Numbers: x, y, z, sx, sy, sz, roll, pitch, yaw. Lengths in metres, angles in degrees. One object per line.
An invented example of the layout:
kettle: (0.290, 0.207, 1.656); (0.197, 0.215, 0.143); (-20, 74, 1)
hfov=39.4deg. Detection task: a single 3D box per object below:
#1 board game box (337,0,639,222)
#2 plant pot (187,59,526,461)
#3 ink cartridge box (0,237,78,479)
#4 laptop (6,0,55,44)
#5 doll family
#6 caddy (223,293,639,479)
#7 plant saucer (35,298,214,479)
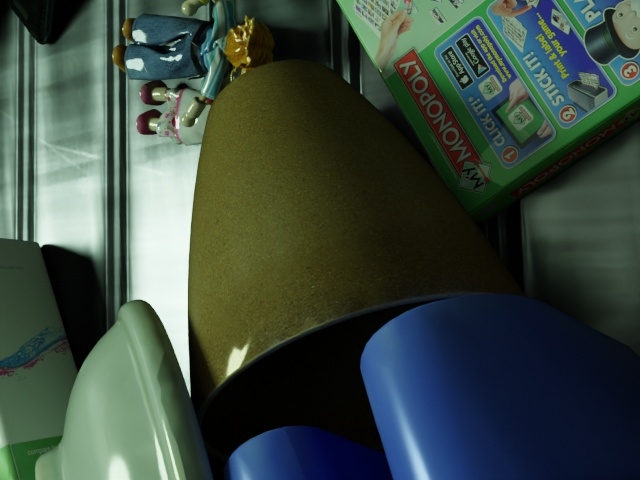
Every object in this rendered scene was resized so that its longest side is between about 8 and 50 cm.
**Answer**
board game box: (0.124, -0.203, 0.677); (0.213, 0.046, 0.317); (-36, 69, 25)
plant pot: (0.000, 0.000, 0.655); (0.237, 0.237, 0.254); (-35, 54, 24)
ink cartridge box: (-0.351, 0.159, 0.896); (0.201, 0.117, 0.278); (-30, 72, 26)
laptop: (-0.266, -0.501, 0.956); (0.382, 0.236, 0.408); (50, 139, 25)
doll family: (-0.102, -0.195, 0.771); (0.163, 0.118, 0.263); (8, 91, 33)
caddy: (0.108, 0.179, 0.503); (0.241, 0.341, 0.179); (-44, 48, 21)
plant saucer: (-0.131, 0.246, 0.626); (0.400, 0.100, 0.400); (169, 90, -74)
